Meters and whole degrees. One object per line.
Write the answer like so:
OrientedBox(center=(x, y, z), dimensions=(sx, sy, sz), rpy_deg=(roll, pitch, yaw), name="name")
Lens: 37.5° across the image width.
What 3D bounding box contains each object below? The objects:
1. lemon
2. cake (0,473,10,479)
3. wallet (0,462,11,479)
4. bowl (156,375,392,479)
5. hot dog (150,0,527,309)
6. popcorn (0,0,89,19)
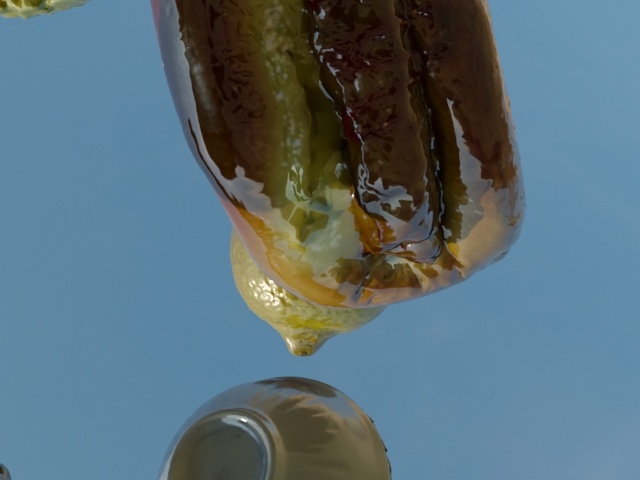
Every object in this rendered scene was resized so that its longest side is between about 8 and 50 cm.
OrientedBox(center=(0.000, 0.000, 0.981), dimensions=(0.187, 0.187, 0.244), rpy_deg=(14, -93, -16), name="lemon")
OrientedBox(center=(-0.291, 0.189, 0.351), dimensions=(0.332, 0.332, 0.321), rpy_deg=(33, -106, -6), name="cake")
OrientedBox(center=(-0.338, 0.221, 0.704), dimensions=(0.252, 0.360, 0.083), rpy_deg=(-6, -161, 12), name="wallet")
OrientedBox(center=(-0.052, 0.171, 0.658), dimensions=(0.189, 0.086, 0.189), rpy_deg=(-12, -122, 20), name="bowl")
OrientedBox(center=(0.009, -0.150, 0.591), dimensions=(0.185, 0.223, 0.405), rpy_deg=(-12, -87, 12), name="hot dog")
OrientedBox(center=(-0.287, -0.357, 0.999), dimensions=(0.225, 0.286, 0.174), rpy_deg=(34, -147, -12), name="popcorn")
